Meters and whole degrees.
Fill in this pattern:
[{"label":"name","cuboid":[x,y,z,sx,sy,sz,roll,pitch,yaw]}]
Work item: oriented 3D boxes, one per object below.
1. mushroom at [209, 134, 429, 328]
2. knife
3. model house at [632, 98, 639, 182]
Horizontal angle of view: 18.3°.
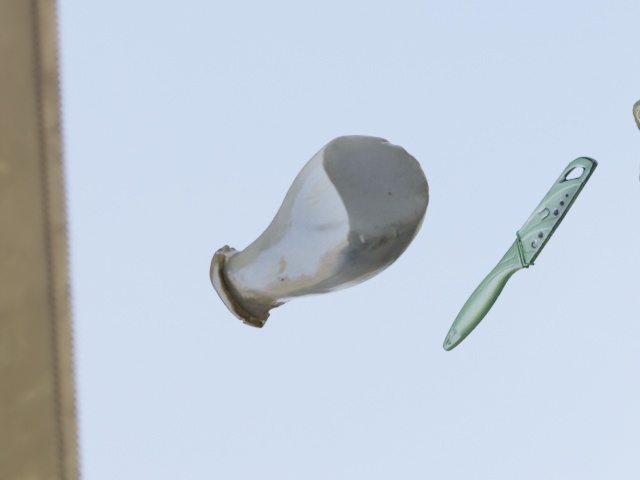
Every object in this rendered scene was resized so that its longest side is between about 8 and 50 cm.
[{"label":"mushroom","cuboid":[0.000,0.000,1.732,0.225,0.116,0.093,-44,0,42]},{"label":"knife","cuboid":[0.220,0.019,2.210,0.020,0.043,0.293,8,-55,-42]},{"label":"model house","cuboid":[0.398,-0.044,1.801,0.325,0.194,0.267,20,-52,-40]}]
